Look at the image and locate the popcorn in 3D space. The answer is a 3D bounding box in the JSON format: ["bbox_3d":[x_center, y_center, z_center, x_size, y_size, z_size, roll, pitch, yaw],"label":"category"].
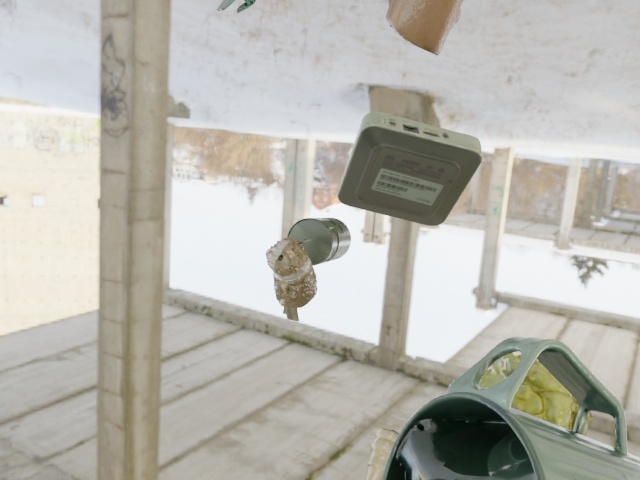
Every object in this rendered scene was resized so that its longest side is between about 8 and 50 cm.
[{"bbox_3d":[0.434,0.363,1.250,0.237,0.293,0.293,-16,-171,6],"label":"popcorn"}]

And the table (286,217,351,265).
[{"bbox_3d":[0.000,0.000,1.603,0.126,0.126,0.220,7,-175,16],"label":"table"}]

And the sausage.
[{"bbox_3d":[0.202,-0.458,1.019,0.123,0.253,0.123,15,-148,-10],"label":"sausage"}]

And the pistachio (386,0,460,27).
[{"bbox_3d":[0.235,-0.530,1.309,0.185,0.126,0.108,12,-160,-20],"label":"pistachio"}]

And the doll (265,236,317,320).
[{"bbox_3d":[-0.063,0.098,1.357,0.115,0.221,0.105,-13,-156,-17],"label":"doll"}]

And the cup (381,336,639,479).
[{"bbox_3d":[0.330,0.372,0.844,0.392,0.401,0.310,20,-165,-27],"label":"cup"}]

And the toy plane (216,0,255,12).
[{"bbox_3d":[-0.153,-0.613,1.283,0.155,0.382,0.106,-14,135,39],"label":"toy plane"}]

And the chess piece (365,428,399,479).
[{"bbox_3d":[0.091,0.619,1.307,0.117,0.117,0.397,11,-130,34],"label":"chess piece"}]

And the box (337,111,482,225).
[{"bbox_3d":[0.262,-0.204,1.801,0.367,0.373,0.090,12,-126,-5],"label":"box"}]
